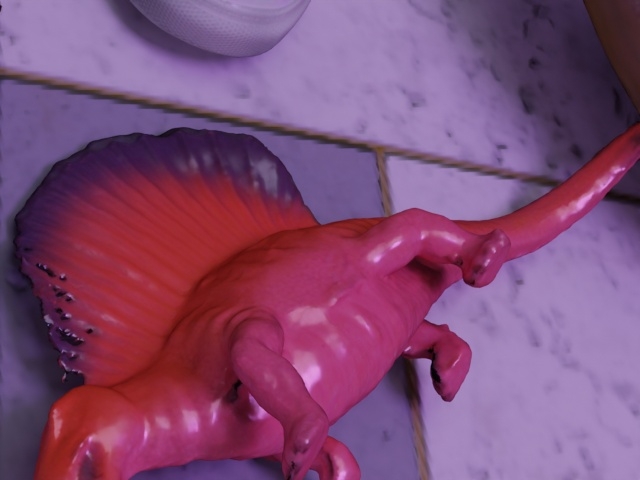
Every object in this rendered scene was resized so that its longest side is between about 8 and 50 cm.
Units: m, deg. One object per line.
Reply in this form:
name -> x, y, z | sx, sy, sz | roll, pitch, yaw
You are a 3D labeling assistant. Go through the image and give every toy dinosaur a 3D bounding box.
toy dinosaur -> -0.008, -0.002, 0.534 | 0.139, 0.070, 0.286 | 32, 44, 19

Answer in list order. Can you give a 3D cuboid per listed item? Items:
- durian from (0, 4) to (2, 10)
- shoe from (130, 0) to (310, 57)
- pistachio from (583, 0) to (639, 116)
durian -> -0.155, -0.083, 0.459 | 0.148, 0.091, 0.188 | -16, 62, -24
shoe -> -0.016, -0.195, 0.604 | 0.095, 0.110, 0.265 | 21, 50, -20
pistachio -> 0.194, -0.080, 0.613 | 0.293, 0.181, 0.162 | 50, 57, -6
